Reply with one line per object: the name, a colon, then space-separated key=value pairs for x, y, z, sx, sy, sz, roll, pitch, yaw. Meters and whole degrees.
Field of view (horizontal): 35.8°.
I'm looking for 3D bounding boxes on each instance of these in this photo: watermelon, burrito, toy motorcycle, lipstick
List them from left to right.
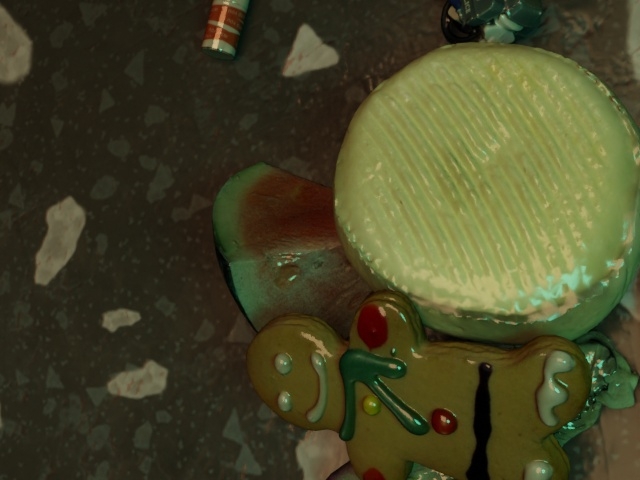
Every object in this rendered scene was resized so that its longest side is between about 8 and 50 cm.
lipstick: x=-0.096 y=-0.264 z=1.073 sx=0.038 sy=0.038 sz=0.131 roll=13 pitch=87 yaw=22
watermelon: x=-0.018 y=0.011 z=1.003 sx=0.202 sy=0.136 sz=0.207 roll=5 pitch=50 yaw=-14
burrito: x=0.141 y=0.183 z=0.903 sx=0.309 sy=0.066 sz=0.096 roll=-33 pitch=67 yaw=13
toy motorcycle: x=0.163 y=-0.294 z=0.952 sx=0.150 sy=0.102 sz=0.221 roll=-20 pitch=72 yaw=39

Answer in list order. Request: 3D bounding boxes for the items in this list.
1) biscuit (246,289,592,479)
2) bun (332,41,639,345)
biscuit: x=0.068 y=0.137 z=0.834 sx=0.301 sy=0.049 sz=0.197 roll=13 pitch=116 yaw=25
bun: x=0.152 y=-0.037 z=0.890 sx=0.287 sy=0.146 sz=0.287 roll=-3 pitch=72 yaw=11
